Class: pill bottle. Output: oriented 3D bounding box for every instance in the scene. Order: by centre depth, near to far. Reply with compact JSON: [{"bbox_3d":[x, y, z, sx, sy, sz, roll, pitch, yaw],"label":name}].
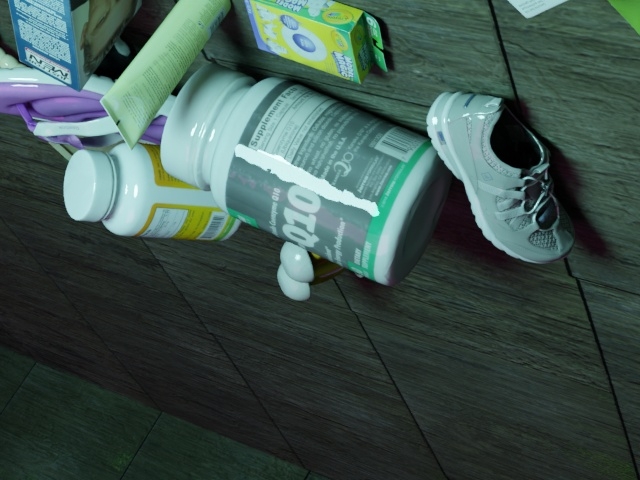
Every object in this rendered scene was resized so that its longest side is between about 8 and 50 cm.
[{"bbox_3d":[-0.020,-0.098,1.794,0.361,0.204,0.204,24,155,17],"label":"pill bottle"},{"bbox_3d":[-0.242,-0.072,1.932,0.245,0.136,0.136,4,175,-36],"label":"pill bottle"}]

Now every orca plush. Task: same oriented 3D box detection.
[{"bbox_3d":[-0.356,-0.268,1.992,0.151,0.102,0.287,14,151,36],"label":"orca plush"}]

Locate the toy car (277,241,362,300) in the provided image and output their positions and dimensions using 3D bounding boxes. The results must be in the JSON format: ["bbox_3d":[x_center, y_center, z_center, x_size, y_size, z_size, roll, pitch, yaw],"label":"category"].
[{"bbox_3d":[0.000,0.000,2.069,0.136,0.159,0.182,62,165,19],"label":"toy car"}]

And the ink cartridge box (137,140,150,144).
[{"bbox_3d":[-0.263,-0.145,2.104,0.029,0.115,0.063,15,152,32],"label":"ink cartridge box"}]

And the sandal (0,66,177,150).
[{"bbox_3d":[-0.318,-0.170,1.961,0.416,0.102,0.169,10,161,-15],"label":"sandal"}]

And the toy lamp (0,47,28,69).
[{"bbox_3d":[-0.458,-0.249,2.185,0.274,0.080,0.080,34,156,-7],"label":"toy lamp"}]

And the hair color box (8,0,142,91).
[{"bbox_3d":[-0.311,-0.357,1.676,0.105,0.174,0.347,28,157,5],"label":"hair color box"}]

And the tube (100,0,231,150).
[{"bbox_3d":[-0.200,-0.234,1.698,0.070,0.240,0.062,36,154,-12],"label":"tube"}]

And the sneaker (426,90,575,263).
[{"bbox_3d":[0.245,-0.070,1.649,0.115,0.105,0.281,0,141,51],"label":"sneaker"}]

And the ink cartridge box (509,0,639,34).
[{"bbox_3d":[0.270,-0.267,1.247,0.255,0.097,0.189,41,155,-17],"label":"ink cartridge box"}]

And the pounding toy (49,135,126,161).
[{"bbox_3d":[-0.379,-0.180,2.123,0.130,0.141,0.100,46,-162,-38],"label":"pounding toy"}]

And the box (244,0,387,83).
[{"bbox_3d":[-0.003,-0.260,1.661,0.179,0.043,0.105,20,154,22],"label":"box"}]
